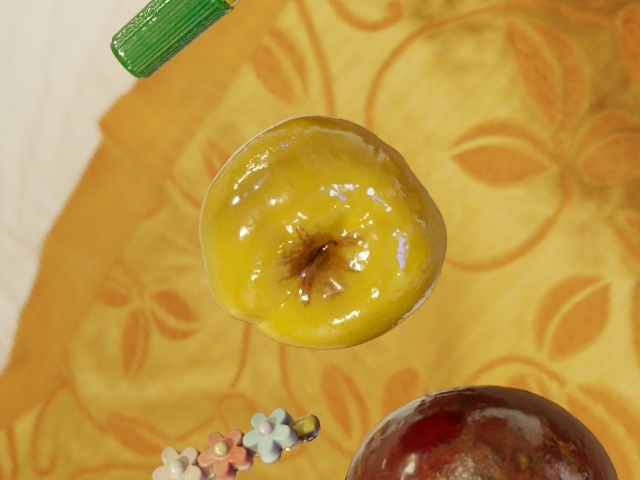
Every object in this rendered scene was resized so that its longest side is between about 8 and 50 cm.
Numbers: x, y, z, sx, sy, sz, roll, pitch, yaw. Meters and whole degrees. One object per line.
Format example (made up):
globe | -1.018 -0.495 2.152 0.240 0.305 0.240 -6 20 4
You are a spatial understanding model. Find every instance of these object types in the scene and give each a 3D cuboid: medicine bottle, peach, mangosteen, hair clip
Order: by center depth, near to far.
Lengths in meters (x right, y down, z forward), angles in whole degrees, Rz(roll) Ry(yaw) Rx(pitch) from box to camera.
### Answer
peach | 0.000 0.000 1.092 0.179 0.103 0.179 0 111 0
mangosteen | 0.118 0.233 1.119 0.215 0.215 0.257 -44 34 42
medicine bottle | -0.068 -0.232 1.252 0.260 0.064 0.095 -39 50 11
hair clip | -0.103 0.220 1.521 0.214 0.056 0.062 -30 49 12
